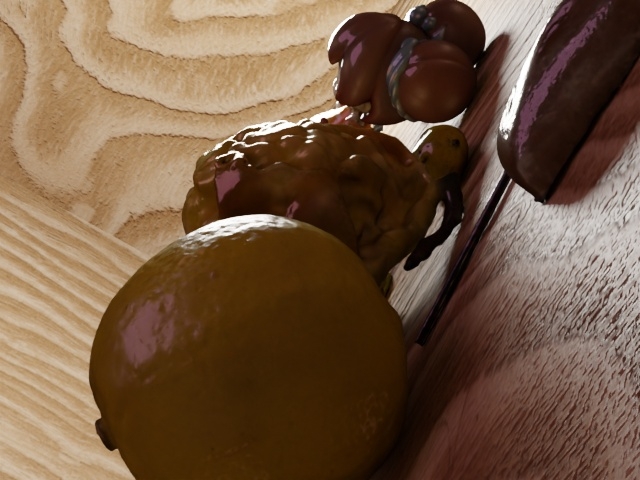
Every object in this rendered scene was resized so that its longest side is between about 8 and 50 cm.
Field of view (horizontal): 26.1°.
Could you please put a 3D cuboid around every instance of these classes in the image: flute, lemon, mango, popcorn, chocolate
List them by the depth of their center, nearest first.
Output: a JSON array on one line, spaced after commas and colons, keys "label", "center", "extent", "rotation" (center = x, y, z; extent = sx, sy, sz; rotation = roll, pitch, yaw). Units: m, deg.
[{"label": "chocolate", "center": [0.255, -0.177, 1.442], "extent": [0.261, 0.083, 0.161], "rotation": [-59, 9, 9]}, {"label": "lemon", "center": [-0.073, 0.138, 1.455], "extent": [0.348, 0.348, 0.348], "rotation": [-59, 7, 12]}, {"label": "flute", "center": [0.174, 0.001, 1.583], "extent": [0.269, 0.014, 0.014], "rotation": [-62, 7, -8]}, {"label": "popcorn", "center": [0.000, 0.000, 1.753], "extent": [0.381, 0.349, 0.349], "rotation": [-16, 16, 6]}, {"label": "mango", "center": [0.158, -0.106, 1.895], "extent": [0.161, 0.076, 0.103], "rotation": [107, -175, -84]}]

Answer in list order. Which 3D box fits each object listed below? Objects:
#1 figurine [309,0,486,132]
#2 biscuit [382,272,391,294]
[{"label": "figurine", "center": [0.093, -0.204, 2.222], "extent": [0.277, 0.248, 0.388], "rotation": [-75, 7, -54]}, {"label": "biscuit", "center": [0.073, 0.079, 1.954], "extent": [0.084, 0.023, 0.084], "rotation": [-57, 9, 14]}]
